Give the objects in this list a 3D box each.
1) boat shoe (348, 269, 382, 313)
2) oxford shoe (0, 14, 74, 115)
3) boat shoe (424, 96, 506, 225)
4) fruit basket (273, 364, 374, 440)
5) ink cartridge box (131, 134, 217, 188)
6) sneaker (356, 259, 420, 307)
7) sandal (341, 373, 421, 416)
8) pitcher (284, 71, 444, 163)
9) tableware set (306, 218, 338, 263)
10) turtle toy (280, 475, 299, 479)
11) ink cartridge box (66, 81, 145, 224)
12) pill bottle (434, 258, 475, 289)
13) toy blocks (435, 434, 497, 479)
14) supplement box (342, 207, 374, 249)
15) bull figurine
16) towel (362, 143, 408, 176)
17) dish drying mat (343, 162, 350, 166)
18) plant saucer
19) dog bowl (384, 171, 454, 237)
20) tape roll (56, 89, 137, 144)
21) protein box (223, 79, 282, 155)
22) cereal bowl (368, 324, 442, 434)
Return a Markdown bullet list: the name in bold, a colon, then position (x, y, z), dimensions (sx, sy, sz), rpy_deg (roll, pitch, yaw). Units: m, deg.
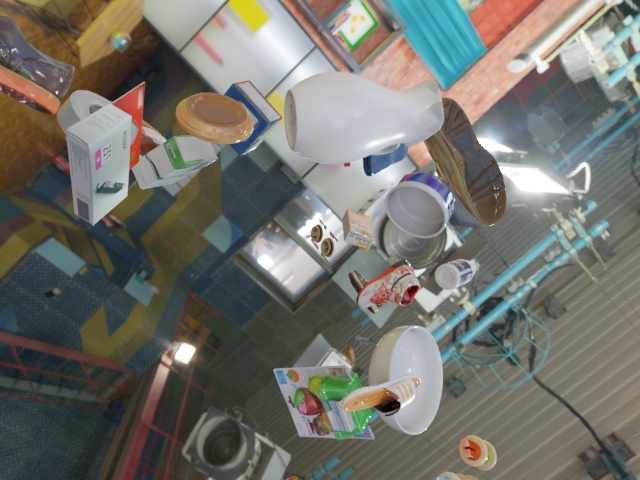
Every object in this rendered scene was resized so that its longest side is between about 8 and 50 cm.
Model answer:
- **boat shoe**: position (0.220, 0.223, 1.920), dimensions (0.095, 0.257, 0.095), rpy_deg (-38, -150, -12)
- **oxford shoe**: position (-0.515, -0.305, 0.605), dimensions (0.097, 0.271, 0.098), rpy_deg (11, -107, 49)
- **boat shoe**: position (0.360, -0.194, 1.050), dimensions (0.121, 0.341, 0.110), rpy_deg (-28, -176, -16)
- **fruit basket**: position (0.001, 0.637, 1.582), dimensions (0.353, 0.327, 0.165), rpy_deg (-14, -169, 26)
- **ink cartridge box**: position (-0.447, -0.240, 1.248), dimensions (0.208, 0.087, 0.153), rpy_deg (-20, -174, 27)
- **sneaker**: position (0.256, 0.206, 1.559), dimensions (0.270, 0.090, 0.145), rpy_deg (-43, -139, 19)
- **sandal**: position (0.180, 0.443, 1.120), dimensions (0.076, 0.265, 0.102), rpy_deg (52, -45, 44)
- **pitcher**: position (0.050, -0.170, 0.619), dimensions (0.178, 0.207, 0.125), rpy_deg (130, -48, -69)
- **tableware set**: position (0.000, 0.000, 1.827), dimensions (0.194, 0.039, 0.128), rpy_deg (52, -51, 44)
- **turtle toy**: position (-0.104, 0.786, 1.290), dimensions (0.095, 0.130, 0.066), rpy_deg (-7, -102, 58)
- **ink cartridge box**: position (-0.472, -0.199, 0.955), dimensions (0.275, 0.060, 0.239), rpy_deg (-55, -176, 48)
- **pill bottle**: position (0.499, 0.119, 1.495), dimensions (0.169, 0.094, 0.094), rpy_deg (-10, 169, -46)
- **toy blocks**: position (0.254, 0.408, 0.729), dimensions (0.054, 0.148, 0.123), rpy_deg (12, -108, 45)
- **supplement box**: position (0.086, -0.027, 0.943), dimensions (0.098, 0.062, 0.036), rpy_deg (-92, -155, -55)
- **bull figurine**: position (-0.664, -0.377, 1.496), dimensions (0.188, 0.310, 0.101), rpy_deg (-22, -147, 53)
- **towel**: position (0.133, -0.181, 0.839), dimensions (0.119, 0.067, 0.029), rpy_deg (-32, -136, -30)
- **dish drying mat**: position (0.109, -0.360, 1.772), dimensions (0.032, 0.083, 0.008), rpy_deg (3, -149, 31)
- **plant saucer**: position (-0.271, -0.325, 1.060), dimensions (0.200, 0.200, 0.037), rpy_deg (-68, -179, -47)
- **dog bowl**: position (0.402, -0.142, 1.665), dimensions (0.265, 0.265, 0.104), rpy_deg (-18, -155, 52)
- **tape roll**: position (-0.658, -0.340, 1.227), dimensions (0.072, 0.219, 0.219), rpy_deg (-37, -158, 19)
- **protein box**: position (-0.305, -0.490, 1.639), dimensions (0.200, 0.201, 0.136), rpy_deg (-39, -173, 31)
- **cereal bowl**: position (0.268, 0.455, 1.371), dimensions (0.141, 0.339, 0.339), rpy_deg (-9, -140, 42)
